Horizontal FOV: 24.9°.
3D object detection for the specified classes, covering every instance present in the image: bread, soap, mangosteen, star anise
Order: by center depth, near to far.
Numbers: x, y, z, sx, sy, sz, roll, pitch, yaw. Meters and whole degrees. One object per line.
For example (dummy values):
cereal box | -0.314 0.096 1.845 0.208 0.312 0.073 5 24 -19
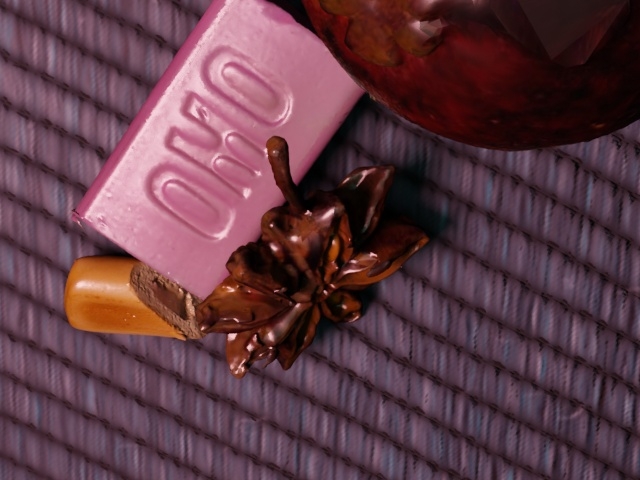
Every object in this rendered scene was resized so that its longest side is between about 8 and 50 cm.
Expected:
mangosteen | 0.126 -0.202 0.847 0.311 0.311 0.311 1 107 2
star anise | 0.002 0.000 0.966 0.073 0.177 0.234 53 139 23
soap | -0.066 -0.070 0.996 0.122 0.065 0.203 33 106 -8
bread | -0.130 0.037 1.037 0.103 0.049 0.062 4 135 -1
